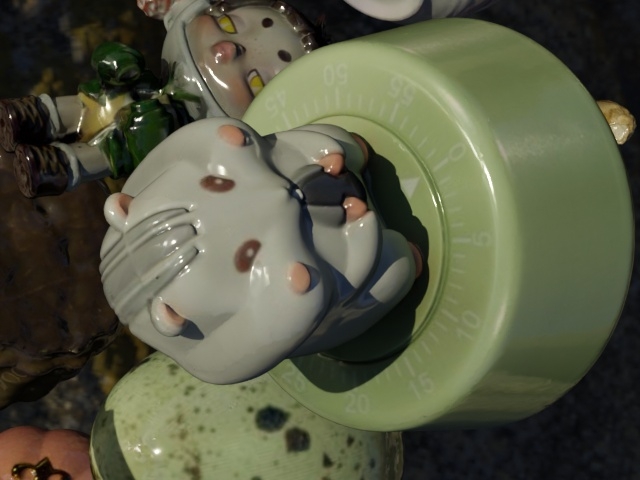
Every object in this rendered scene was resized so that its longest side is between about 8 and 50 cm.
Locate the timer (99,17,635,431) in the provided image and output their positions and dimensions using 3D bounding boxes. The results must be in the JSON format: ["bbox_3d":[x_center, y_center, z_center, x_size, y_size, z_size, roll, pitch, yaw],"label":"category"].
[{"bbox_3d":[0.000,0.000,0.909,0.315,0.291,0.290,-7,97,-49],"label":"timer"}]

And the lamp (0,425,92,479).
[{"bbox_3d":[-0.377,0.392,1.911,0.305,0.239,0.305,1,73,-4],"label":"lamp"}]

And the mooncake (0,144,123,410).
[{"bbox_3d":[-0.376,0.029,1.707,0.324,0.187,0.324,16,60,-29],"label":"mooncake"}]

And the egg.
[{"bbox_3d":[-0.079,0.233,1.594,0.379,0.288,0.287,16,82,-34],"label":"egg"}]

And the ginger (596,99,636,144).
[{"bbox_3d":[0.239,-0.129,1.719,0.131,0.295,0.086,-19,100,-51],"label":"ginger"}]

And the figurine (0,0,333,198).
[{"bbox_3d":[-0.138,-0.140,1.451,0.370,0.167,0.281,-20,72,-24],"label":"figurine"}]

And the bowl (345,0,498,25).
[{"bbox_3d":[0.091,-0.356,1.643,0.144,0.287,0.287,-51,123,-29],"label":"bowl"}]
